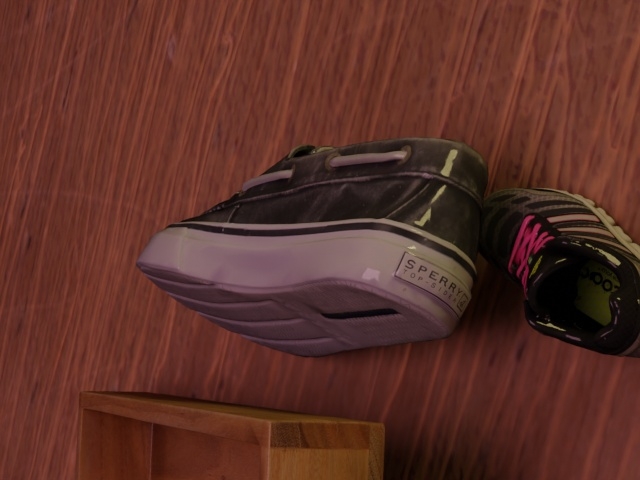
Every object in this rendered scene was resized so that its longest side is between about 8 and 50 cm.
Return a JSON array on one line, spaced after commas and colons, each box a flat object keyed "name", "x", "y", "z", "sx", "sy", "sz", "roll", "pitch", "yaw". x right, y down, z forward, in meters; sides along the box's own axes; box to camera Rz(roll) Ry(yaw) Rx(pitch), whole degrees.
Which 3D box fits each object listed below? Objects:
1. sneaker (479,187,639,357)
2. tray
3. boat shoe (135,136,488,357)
[{"name": "sneaker", "x": 0.132, "y": 0.014, "z": 0.830, "sx": 0.170, "sy": 0.075, "sz": 0.063, "roll": 39, "pitch": 115, "yaw": 45}, {"name": "tray", "x": -0.076, "y": 0.205, "z": 0.968, "sx": 0.411, "sy": 0.076, "sz": 0.202, "roll": 172, "pitch": 101, "yaw": -68}, {"name": "boat shoe", "x": 0.000, "y": 0.000, "z": 0.972, "sx": 0.335, "sy": 0.121, "sz": 0.119, "roll": -1, "pitch": 58, "yaw": 56}]
